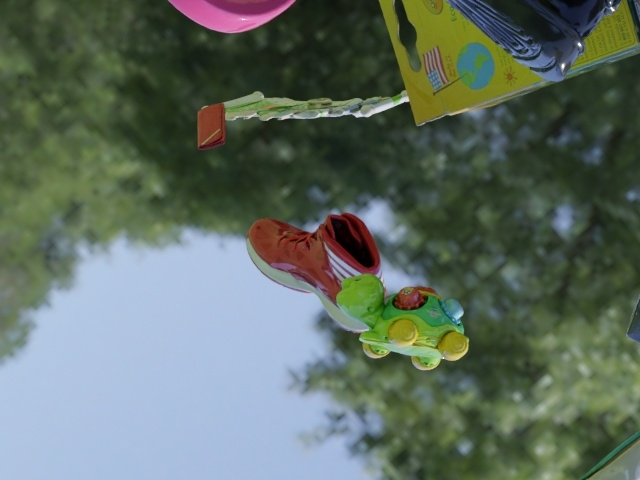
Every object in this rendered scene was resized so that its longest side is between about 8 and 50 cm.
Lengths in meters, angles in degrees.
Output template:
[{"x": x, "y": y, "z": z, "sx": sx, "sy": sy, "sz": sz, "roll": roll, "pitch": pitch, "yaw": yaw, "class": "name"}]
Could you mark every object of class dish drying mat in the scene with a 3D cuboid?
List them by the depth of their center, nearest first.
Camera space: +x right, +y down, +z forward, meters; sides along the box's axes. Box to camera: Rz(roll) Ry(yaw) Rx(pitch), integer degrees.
[{"x": -0.120, "y": -0.126, "z": 2.187, "sx": 0.032, "sy": 0.008, "sz": 0.083, "roll": -18, "pitch": -147, "yaw": 8, "class": "dish drying mat"}]

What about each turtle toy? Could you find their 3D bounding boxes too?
[{"x": 0.075, "y": 0.071, "z": 1.795, "sx": 0.095, "sy": 0.130, "sz": 0.066, "roll": 149, "pitch": -46, "yaw": -68, "class": "turtle toy"}]

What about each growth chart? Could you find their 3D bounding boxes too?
[{"x": -0.019, "y": -0.170, "z": 2.525, "sx": 0.237, "sy": 0.021, "sz": 0.172, "roll": 1, "pitch": -168, "yaw": 18, "class": "growth chart"}]

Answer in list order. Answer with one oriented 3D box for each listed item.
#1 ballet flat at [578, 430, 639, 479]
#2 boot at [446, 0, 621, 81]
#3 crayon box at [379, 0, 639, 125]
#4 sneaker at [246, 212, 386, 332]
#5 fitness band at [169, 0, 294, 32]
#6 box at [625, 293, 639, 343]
[{"x": 0.301, "y": 0.306, "z": 2.262, "sx": 0.248, "sy": 0.086, "sz": 0.086, "roll": -30, "pitch": -170, "yaw": -17, "class": "ballet flat"}, {"x": 0.171, "y": -0.339, "z": 1.751, "sx": 0.260, "sy": 0.348, "sz": 0.131, "roll": -52, "pitch": -163, "yaw": -4, "class": "boot"}, {"x": 0.205, "y": -0.257, "z": 2.071, "sx": 0.081, "sy": 0.202, "sz": 0.318, "roll": -15, "pitch": 179, "yaw": -45, "class": "crayon box"}, {"x": 0.000, "y": 0.000, "z": 2.253, "sx": 0.221, "sy": 0.128, "sz": 0.087, "roll": 31, "pitch": -133, "yaw": 34, "class": "sneaker"}, {"x": -0.116, "y": -0.326, "z": 1.787, "sx": 0.054, "sy": 0.291, "sz": 0.209, "roll": -26, "pitch": -174, "yaw": 37, "class": "fitness band"}, {"x": 0.580, "y": 0.100, "z": 2.213, "sx": 0.318, "sy": 0.395, "sz": 0.097, "roll": -37, "pitch": 149, "yaw": -49, "class": "box"}]
